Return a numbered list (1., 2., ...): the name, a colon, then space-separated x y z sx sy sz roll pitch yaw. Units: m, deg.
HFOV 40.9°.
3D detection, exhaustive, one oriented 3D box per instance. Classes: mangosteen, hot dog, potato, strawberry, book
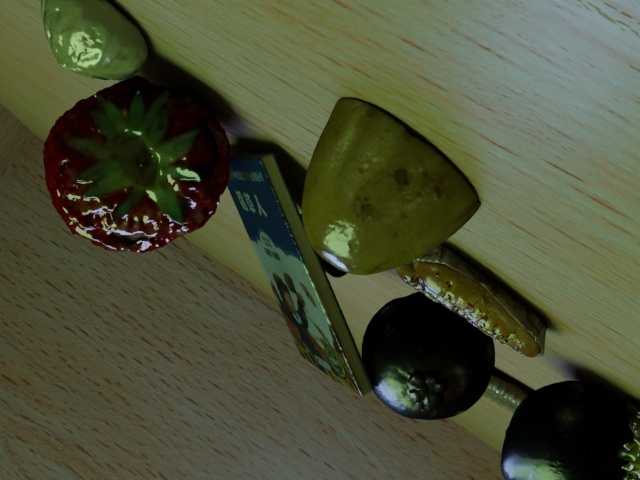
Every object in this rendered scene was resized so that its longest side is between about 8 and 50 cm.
1. mangosteen: 0.183 0.181 1.470 0.228 0.228 0.265 37 -156 -12
2. hot dog: 0.222 0.088 1.236 0.252 0.069 0.131 35 169 -5
3. potato: 0.058 -0.037 0.974 0.203 0.158 0.178 39 172 -40
4. mangosteen: 0.413 0.329 1.362 0.243 0.243 0.243 34 170 7
5. strawberry: -0.286 -0.114 1.380 0.291 0.292 0.310 34 174 6
6. book: -0.052 0.045 1.477 0.428 0.039 0.300 67 164 -13

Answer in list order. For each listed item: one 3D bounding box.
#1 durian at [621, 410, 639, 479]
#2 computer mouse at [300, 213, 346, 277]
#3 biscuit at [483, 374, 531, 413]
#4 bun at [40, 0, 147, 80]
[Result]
1. durian: 0.494 0.308 1.149 0.260 0.186 0.154 52 160 -14
2. computer mouse: 0.000 0.000 1.593 0.106 0.062 0.192 26 161 47
3. biscuit: 0.424 0.346 1.839 0.325 0.044 0.217 28 169 33
4. bun: -0.340 -0.292 1.240 0.183 0.102 0.183 36 169 9
